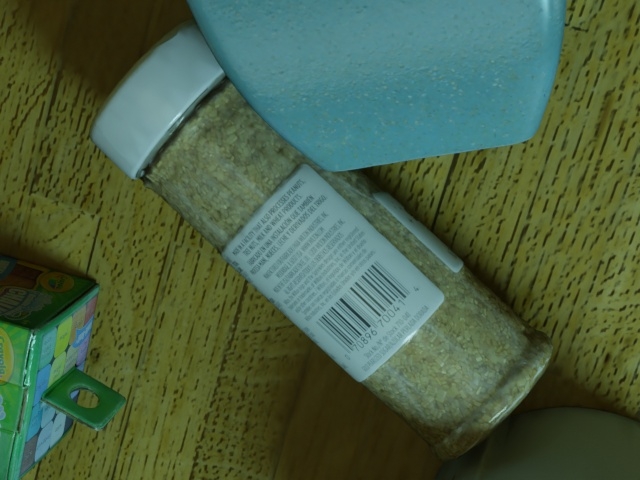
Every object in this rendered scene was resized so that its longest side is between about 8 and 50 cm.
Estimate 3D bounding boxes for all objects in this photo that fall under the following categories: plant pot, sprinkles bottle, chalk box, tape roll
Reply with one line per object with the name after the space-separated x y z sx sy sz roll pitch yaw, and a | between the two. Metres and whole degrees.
0.048 -0.190 1.019 0.247 0.248 0.252 -8 118 14 | plant pot
0.000 0.000 1.133 0.355 0.121 0.121 43 109 0 | sprinkles bottle
-0.255 0.092 1.210 0.213 0.132 0.132 15 107 8 | chalk box
0.175 0.261 1.131 0.246 0.169 0.246 3 105 12 | tape roll
